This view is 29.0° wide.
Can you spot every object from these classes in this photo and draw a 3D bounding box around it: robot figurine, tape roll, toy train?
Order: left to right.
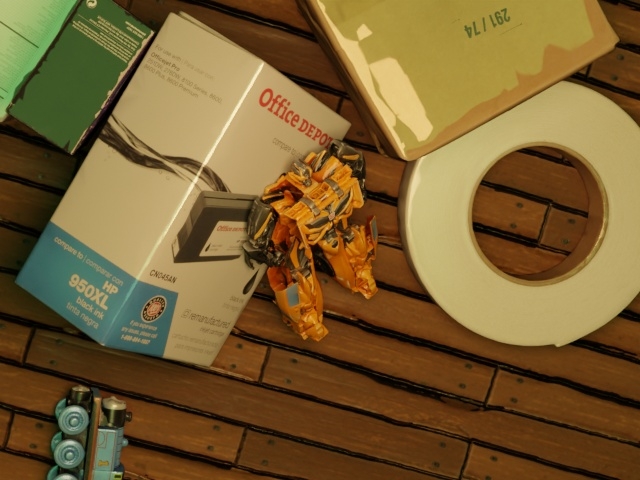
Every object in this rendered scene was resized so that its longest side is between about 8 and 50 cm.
[{"bbox_3d":[-0.325,0.296,1.743,0.105,0.080,0.184,7,94,-17],"label":"toy train"},{"bbox_3d":[0.000,0.000,1.647,0.211,0.291,0.085,-40,58,-20],"label":"robot figurine"},{"bbox_3d":[0.305,-0.039,1.786,0.392,0.072,0.392,-1,96,-8],"label":"tape roll"}]

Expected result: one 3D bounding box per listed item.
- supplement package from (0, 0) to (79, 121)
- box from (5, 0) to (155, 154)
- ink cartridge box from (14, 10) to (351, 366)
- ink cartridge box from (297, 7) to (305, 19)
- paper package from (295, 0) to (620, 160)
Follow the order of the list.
[{"bbox_3d":[-0.402,-0.292,1.629,0.139,0.134,0.244,35,91,-10],"label":"supplement package"},{"bbox_3d":[-0.300,-0.215,1.588,0.103,0.261,0.184,36,92,-10],"label":"box"},{"bbox_3d":[-0.166,-0.055,1.597,0.166,0.285,0.395,31,93,25],"label":"ink cartridge box"},{"bbox_3d":[0.118,-0.322,1.718,0.235,0.088,0.193,-40,99,-2],"label":"ink cartridge box"},{"bbox_3d":[0.163,-0.301,1.596,0.325,0.168,0.309,-30,97,-1],"label":"paper package"}]
